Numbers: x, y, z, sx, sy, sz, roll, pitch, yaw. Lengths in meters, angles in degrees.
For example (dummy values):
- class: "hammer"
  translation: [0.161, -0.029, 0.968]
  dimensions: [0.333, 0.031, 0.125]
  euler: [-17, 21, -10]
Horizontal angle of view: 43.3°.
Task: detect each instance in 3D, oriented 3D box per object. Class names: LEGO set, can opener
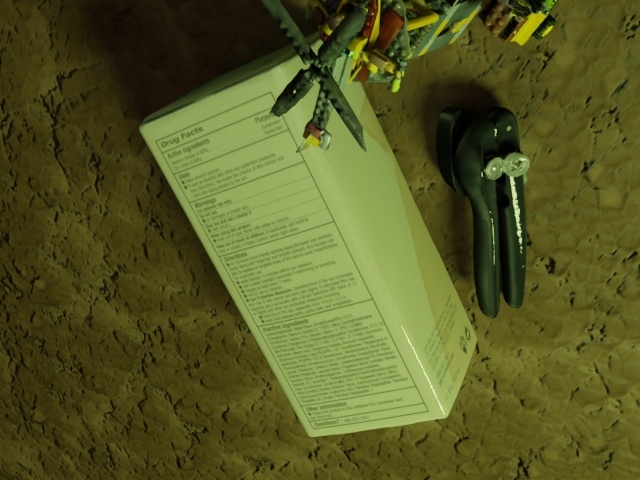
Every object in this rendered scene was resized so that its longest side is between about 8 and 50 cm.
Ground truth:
- class: "LEGO set"
  translation: [-0.010, -0.229, 0.422]
  dimensions: [0.331, 0.192, 0.255]
  euler: [54, 137, 5]
- class: "can opener"
  translation: [0.142, -0.021, 0.649]
  dimensions: [0.059, 0.073, 0.186]
  euler: [-21, 116, -8]

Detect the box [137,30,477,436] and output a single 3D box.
- class: "box"
  translation: [0.000, 0.000, 0.676]
  dimensions: [0.148, 0.121, 0.311]
  euler: [-15, 110, 31]
